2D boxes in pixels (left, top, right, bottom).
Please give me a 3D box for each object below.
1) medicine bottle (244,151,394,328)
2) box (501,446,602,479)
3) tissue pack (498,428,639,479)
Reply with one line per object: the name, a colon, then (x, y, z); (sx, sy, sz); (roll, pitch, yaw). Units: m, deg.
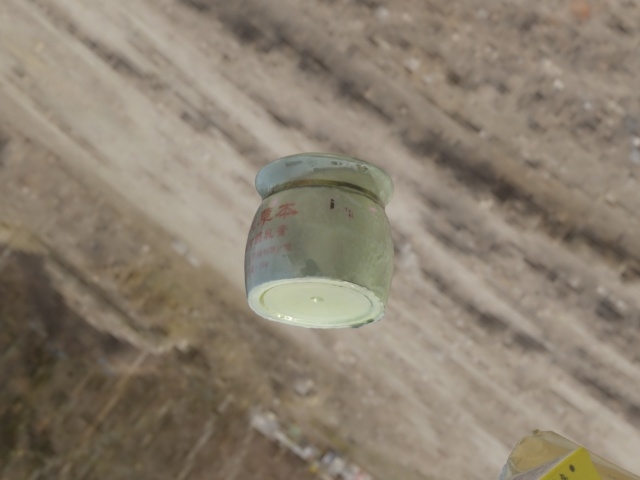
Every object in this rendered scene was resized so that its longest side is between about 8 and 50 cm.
medicine bottle: (0.000, 0.000, 1.589); (0.147, 0.143, 0.147); (3, 157, 1)
box: (0.078, 0.258, 1.153); (0.265, 0.168, 0.097); (-33, 86, 42)
tissue pack: (0.242, 0.277, 1.347); (0.222, 0.090, 0.186); (23, 120, 16)
